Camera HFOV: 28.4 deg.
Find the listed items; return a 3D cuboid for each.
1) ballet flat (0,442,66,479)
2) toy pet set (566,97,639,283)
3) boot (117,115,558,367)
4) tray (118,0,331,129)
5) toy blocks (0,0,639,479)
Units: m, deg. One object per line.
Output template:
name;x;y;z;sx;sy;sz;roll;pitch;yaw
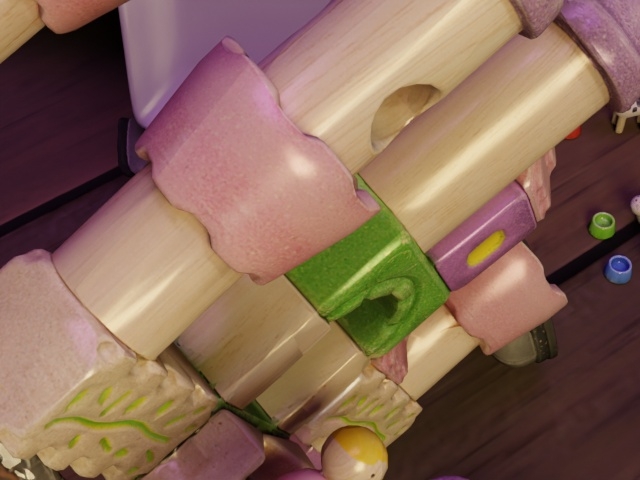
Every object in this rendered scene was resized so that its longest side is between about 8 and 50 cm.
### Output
ballet flat;-0.304;0.052;0.459;0.483;0.164;0.182;-3;31;8
toy pet set;0.199;-0.050;0.689;0.114;0.065;0.122;-7;52;-5
boot;0.000;0.000;0.655;0.161;0.083;0.246;-28;54;-8
tray;-0.037;-0.179;0.602;0.145;0.270;0.030;5;27;19
toy blocks;0.043;0.002;0.445;0.260;0.288;0.309;-40;66;1
